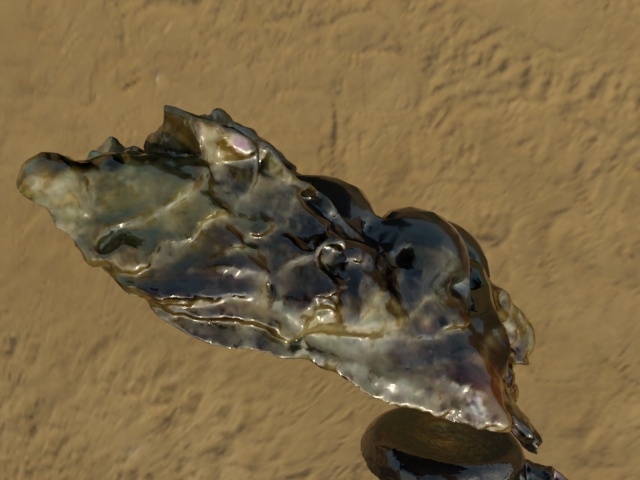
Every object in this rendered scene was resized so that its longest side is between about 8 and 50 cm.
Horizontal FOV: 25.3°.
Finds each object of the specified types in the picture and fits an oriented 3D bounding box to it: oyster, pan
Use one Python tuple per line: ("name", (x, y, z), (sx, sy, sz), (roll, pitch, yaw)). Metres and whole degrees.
("oyster", (-0.010, -0.005, 0.831), (0.361, 0.221, 0.096), (23, 102, -27))
("pan", (0.131, 0.159, 0.966), (0.212, 0.115, 0.040), (17, 108, 7))
